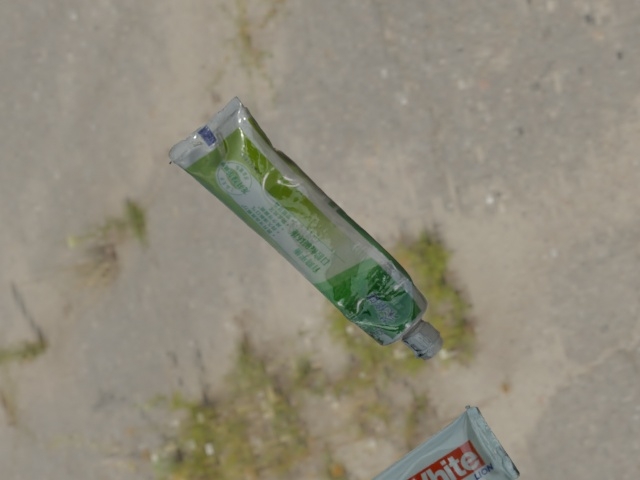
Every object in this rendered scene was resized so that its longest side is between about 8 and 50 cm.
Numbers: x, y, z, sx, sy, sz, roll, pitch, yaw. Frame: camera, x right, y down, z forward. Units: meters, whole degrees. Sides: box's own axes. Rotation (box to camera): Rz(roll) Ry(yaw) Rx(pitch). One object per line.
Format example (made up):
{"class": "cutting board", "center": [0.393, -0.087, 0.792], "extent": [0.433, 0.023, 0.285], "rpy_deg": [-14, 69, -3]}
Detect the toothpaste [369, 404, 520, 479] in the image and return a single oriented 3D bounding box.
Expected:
{"class": "toothpaste", "center": [0.020, 0.177, 0.979], "extent": [0.218, 0.033, 0.052], "rpy_deg": [-35, 86, 16]}

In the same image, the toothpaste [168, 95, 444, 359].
{"class": "toothpaste", "center": [0.000, 0.000, 1.158], "extent": [0.248, 0.047, 0.078], "rpy_deg": [43, 123, -17]}
